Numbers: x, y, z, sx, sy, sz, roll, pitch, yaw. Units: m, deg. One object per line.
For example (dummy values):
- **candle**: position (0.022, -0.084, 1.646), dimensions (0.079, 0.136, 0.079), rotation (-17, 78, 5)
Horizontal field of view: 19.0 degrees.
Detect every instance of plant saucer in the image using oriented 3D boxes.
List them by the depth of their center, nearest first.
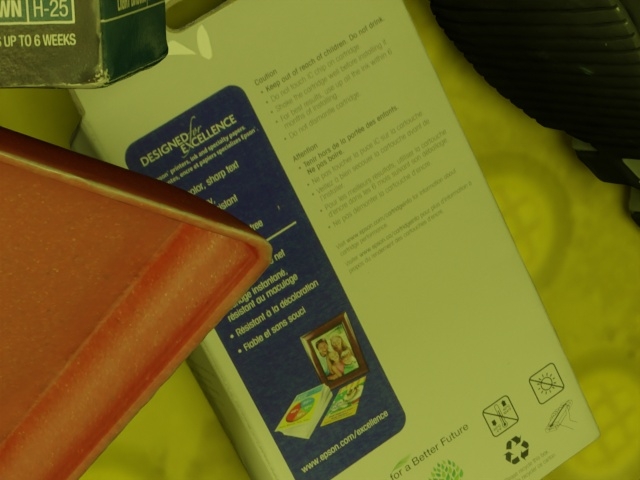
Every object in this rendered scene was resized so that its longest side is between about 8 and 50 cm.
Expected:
- **plant saucer**: position (-0.192, 0.026, 0.771), dimensions (0.258, 0.047, 0.259), rotation (19, 134, -27)

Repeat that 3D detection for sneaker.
- **sneaker**: position (0.168, -0.113, 0.940), dimensions (0.330, 0.122, 0.146), rotation (42, 71, -41)

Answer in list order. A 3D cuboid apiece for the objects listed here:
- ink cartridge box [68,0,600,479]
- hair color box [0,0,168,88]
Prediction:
- **ink cartridge box**: position (0.000, 0.000, 0.915), dimensions (0.165, 0.065, 0.332), rotation (-32, 113, -16)
- **hair color box**: position (-0.160, -0.234, 0.731), dimensions (0.174, 0.105, 0.347), rotation (-1, 101, 9)
